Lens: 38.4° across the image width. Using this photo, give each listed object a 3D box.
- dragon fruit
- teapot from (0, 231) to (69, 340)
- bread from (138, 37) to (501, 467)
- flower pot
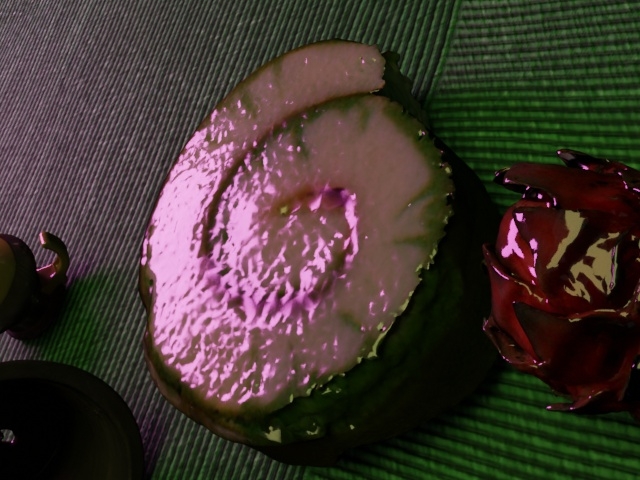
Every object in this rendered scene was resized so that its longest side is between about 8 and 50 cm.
[{"bbox_3d":[0.195,0.033,0.603,0.189,0.182,0.182,0,68,34],"label":"dragon fruit"},{"bbox_3d":[-0.366,0.050,1.091,0.166,0.119,0.130,-33,58,12],"label":"teapot"},{"bbox_3d":[0.000,0.000,0.809,0.366,0.129,0.381,6,71,44],"label":"bread"},{"bbox_3d":[-0.305,0.217,0.911,0.235,0.235,0.148,-63,26,-5],"label":"flower pot"}]
